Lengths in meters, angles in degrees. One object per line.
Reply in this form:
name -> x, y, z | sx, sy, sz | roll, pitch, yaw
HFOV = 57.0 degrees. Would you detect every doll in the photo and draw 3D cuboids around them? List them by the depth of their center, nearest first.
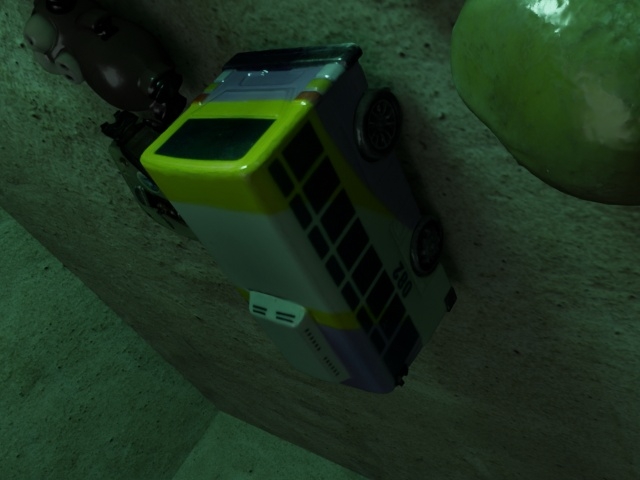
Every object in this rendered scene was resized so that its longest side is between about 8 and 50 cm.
doll -> -0.309, -0.265, 0.838 | 0.257, 0.117, 0.182 | 31, 158, 3

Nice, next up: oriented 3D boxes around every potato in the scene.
potato -> 0.203, -0.124, 0.446 | 0.235, 0.160, 0.177 | 38, 132, 29

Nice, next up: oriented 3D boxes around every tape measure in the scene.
tape measure -> -0.262, -0.101, 1.050 | 0.207, 0.115, 0.235 | 25, 151, 24

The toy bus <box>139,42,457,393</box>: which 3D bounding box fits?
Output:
toy bus -> 0.000, 0.000, 0.764 | 0.209, 0.249, 0.439 | 11, 144, 39
